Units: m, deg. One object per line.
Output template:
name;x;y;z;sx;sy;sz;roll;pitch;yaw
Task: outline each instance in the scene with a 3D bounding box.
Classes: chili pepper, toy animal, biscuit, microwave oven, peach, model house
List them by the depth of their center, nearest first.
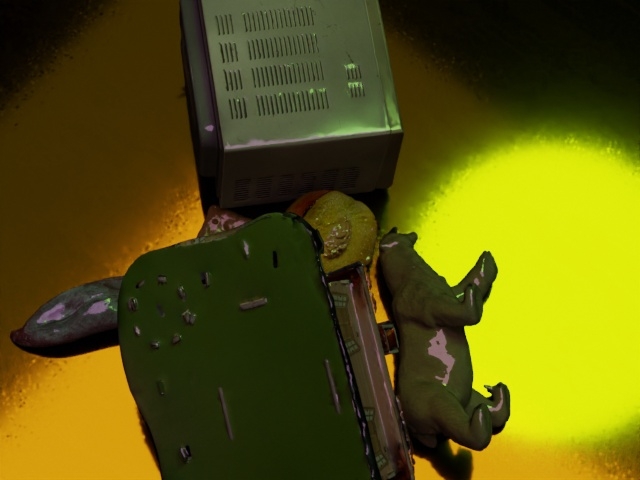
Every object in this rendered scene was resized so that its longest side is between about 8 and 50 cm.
model house;-0.031;0.133;1.444;0.207;0.154;0.294;-16;85;27
toy animal;0.103;0.083;1.502;0.101;0.103;0.219;-10;75;20
chili pepper;-0.204;0.062;1.521;0.153;0.041;0.050;-14;28;-7
peach;0.001;-0.001;1.538;0.098;0.061;0.098;-8;104;-35
biscuit;-0.077;0.015;1.553;0.083;0.018;0.081;20;70;5
microwave oven;-0.036;-0.168;1.555;0.194;0.145;0.241;-8;70;-5
